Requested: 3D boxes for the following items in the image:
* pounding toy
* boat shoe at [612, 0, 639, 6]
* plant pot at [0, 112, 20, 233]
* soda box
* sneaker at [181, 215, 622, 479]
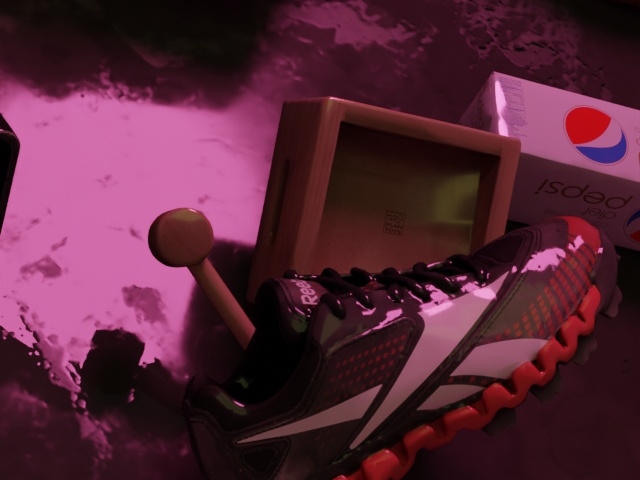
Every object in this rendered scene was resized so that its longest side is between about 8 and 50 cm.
[{"bbox_3d":[-0.007,0.008,0.958,0.206,0.094,0.181,11,90,-19],"label":"pounding toy"},{"bbox_3d":[0.263,-0.241,1.275,0.285,0.104,0.089,28,44,-19],"label":"boat shoe"},{"bbox_3d":[-0.280,-0.031,0.812,0.188,0.187,0.167,-7,47,-30],"label":"plant pot"},{"bbox_3d":[0.202,-0.045,1.114,0.216,0.074,0.069,13,52,-17],"label":"soda box"},{"bbox_3d":[0.041,0.055,0.873,0.276,0.097,0.135,-35,107,-12],"label":"sneaker"}]
